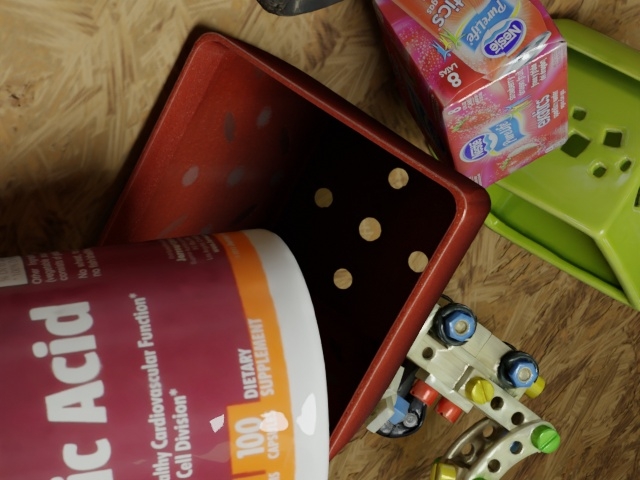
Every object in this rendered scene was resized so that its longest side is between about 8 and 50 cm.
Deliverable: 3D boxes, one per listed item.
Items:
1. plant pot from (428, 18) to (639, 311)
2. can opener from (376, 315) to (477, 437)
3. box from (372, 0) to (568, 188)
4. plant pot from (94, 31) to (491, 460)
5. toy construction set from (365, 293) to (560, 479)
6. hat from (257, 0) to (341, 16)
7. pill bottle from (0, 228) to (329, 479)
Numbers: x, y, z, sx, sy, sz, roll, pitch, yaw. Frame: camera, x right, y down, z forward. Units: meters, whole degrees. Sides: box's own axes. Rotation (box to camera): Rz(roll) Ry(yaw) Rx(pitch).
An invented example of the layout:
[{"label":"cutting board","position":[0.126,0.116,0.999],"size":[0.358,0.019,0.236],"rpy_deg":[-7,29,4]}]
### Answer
[{"label":"plant pot","position":[0.284,-0.090,1.648],"size":[0.207,0.228,0.227],"rpy_deg":[-54,149,-7]},{"label":"can opener","position":[0.121,0.157,1.865],"size":[0.059,0.073,0.186],"rpy_deg":[27,99,-19]},{"label":"box","position":[0.140,-0.150,1.400],"size":[0.123,0.128,0.257],"rpy_deg":[-30,162,0]},{"label":"plant pot","position":[0.000,0.000,1.351],"size":[0.267,0.267,0.236],"rpy_deg":[-62,160,17]},{"label":"toy construction set","position":[0.142,0.192,1.779],"size":[0.328,0.151,0.215],"rpy_deg":[38,86,-35]},{"label":"hat","position":[0.020,-0.248,1.102],"size":[0.331,0.134,0.331],"rpy_deg":[-39,176,-3]},{"label":"pill bottle","position":[-0.207,0.120,1.103],"size":[0.392,0.224,0.224],"rpy_deg":[-7,134,-14]}]
